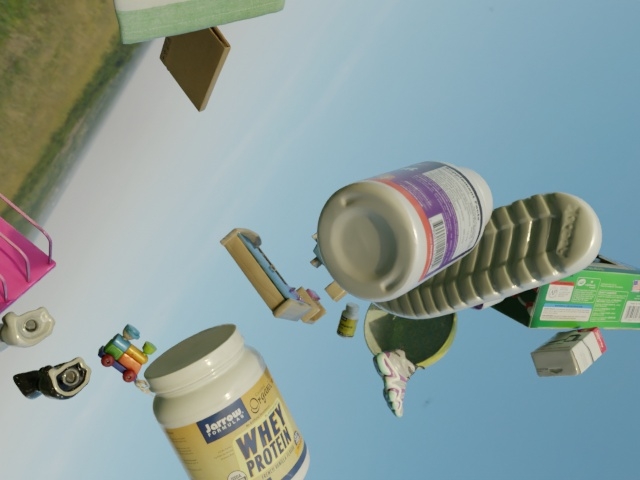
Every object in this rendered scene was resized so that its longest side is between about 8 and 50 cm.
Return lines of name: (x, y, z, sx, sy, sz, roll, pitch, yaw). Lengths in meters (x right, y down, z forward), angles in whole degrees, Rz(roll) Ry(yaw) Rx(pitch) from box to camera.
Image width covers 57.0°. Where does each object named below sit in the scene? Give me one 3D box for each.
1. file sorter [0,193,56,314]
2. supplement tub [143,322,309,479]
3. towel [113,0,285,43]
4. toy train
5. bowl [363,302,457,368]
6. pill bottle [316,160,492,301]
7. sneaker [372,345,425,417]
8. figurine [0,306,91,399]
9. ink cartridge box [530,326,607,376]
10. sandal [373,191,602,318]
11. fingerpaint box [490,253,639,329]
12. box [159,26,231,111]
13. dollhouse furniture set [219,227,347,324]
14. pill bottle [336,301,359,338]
file sorter: (-0.788, 0.055, 1.339, 0.291, 0.202, 0.182, -51, -179, -34)
supplement tub: (-0.180, 0.343, 1.134, 0.228, 0.316, 0.228, -24, -169, 5)
towel: (-0.138, -0.395, 0.687, 0.038, 0.247, 0.325, 59, -22, 27)
toy train: (-0.594, 0.396, 1.948, 0.143, 0.248, 0.105, -47, -160, -3)
bowl: (0.292, 0.270, 1.779, 0.289, 0.156, 0.290, -18, -129, 23)
pill bottle: (0.094, -0.019, 0.573, 0.108, 0.108, 0.193, -39, 169, 39)
sneaker: (0.122, 0.202, 0.853, 0.069, 0.098, 0.038, -18, -174, -12)
figurine: (-0.622, 0.247, 1.250, 0.209, 0.215, 0.092, -19, -162, 36)
ink cartridge box: (0.583, 0.262, 1.387, 0.150, 0.063, 0.109, -18, 179, -42)
sandal: (0.231, 0.037, 0.922, 0.416, 0.102, 0.170, -11, -107, 44)
fingerpaint box: (0.607, 0.095, 1.595, 0.371, 0.444, 0.163, 33, -66, 60)
box: (-0.267, -0.394, 1.237, 0.021, 0.164, 0.201, -30, 169, -38)
dollhouse furniture set: (0.000, 0.000, 1.246, 0.303, 0.198, 0.286, -40, 162, 5)
pill bottle: (0.099, 0.277, 2.047, 0.065, 0.065, 0.117, -126, -132, -66)
